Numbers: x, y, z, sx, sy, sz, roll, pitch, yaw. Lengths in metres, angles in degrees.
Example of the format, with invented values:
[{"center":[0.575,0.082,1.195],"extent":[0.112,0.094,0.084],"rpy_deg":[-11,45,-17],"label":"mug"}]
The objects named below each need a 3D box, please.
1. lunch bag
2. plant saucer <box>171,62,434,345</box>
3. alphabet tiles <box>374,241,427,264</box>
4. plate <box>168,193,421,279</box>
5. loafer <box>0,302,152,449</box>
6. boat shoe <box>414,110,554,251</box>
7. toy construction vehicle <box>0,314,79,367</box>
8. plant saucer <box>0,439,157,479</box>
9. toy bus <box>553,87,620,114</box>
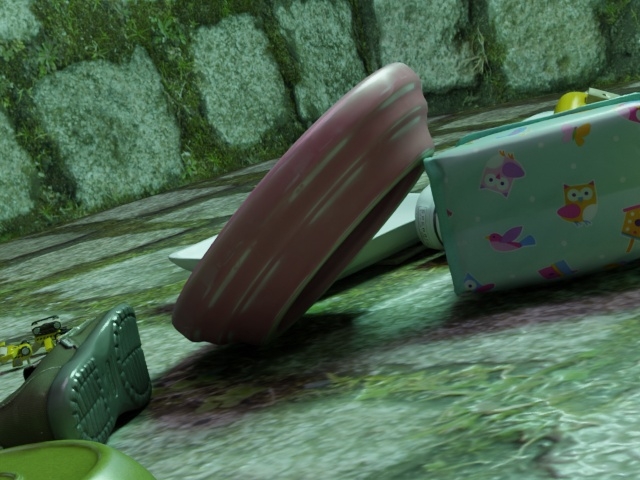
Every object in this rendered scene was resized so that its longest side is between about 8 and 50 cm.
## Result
[{"center":[0.236,-0.046,1.253],"extent":[0.224,0.160,0.262],"rpy_deg":[-14,0,16],"label":"lunch bag"},{"center":[-0.002,-0.018,1.229],"extent":[0.332,0.084,0.332],"rpy_deg":[-48,-6,-7],"label":"plant saucer"},{"center":[0.065,-0.005,1.663],"extent":[0.237,0.009,0.198],"rpy_deg":[1,19,42],"label":"alphabet tiles"},{"center":[0.000,0.000,1.586],"extent":[0.278,0.045,0.277],"rpy_deg":[-24,17,-39],"label":"plate"},{"center":[-0.205,0.114,1.074],"extent":[0.088,0.094,0.251],"rpy_deg":[-11,6,8],"label":"loafer"},{"center":[0.258,-0.062,1.551],"extent":[0.119,0.121,0.335],"rpy_deg":[9,31,43],"label":"boat shoe"},{"center":[-0.315,0.120,1.461],"extent":[0.098,0.035,0.086],"rpy_deg":[-18,20,-12],"label":"toy construction vehicle"},{"center":[-0.227,0.182,0.857],"extent":[0.241,0.037,0.241],"rpy_deg":[-13,9,2],"label":"plant saucer"},{"center":[0.301,-0.116,1.442],"extent":[0.191,0.104,0.202],"rpy_deg":[-16,45,-31],"label":"toy bus"}]
